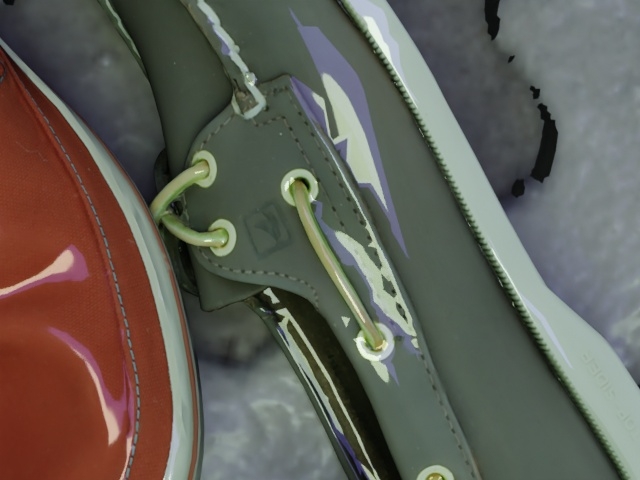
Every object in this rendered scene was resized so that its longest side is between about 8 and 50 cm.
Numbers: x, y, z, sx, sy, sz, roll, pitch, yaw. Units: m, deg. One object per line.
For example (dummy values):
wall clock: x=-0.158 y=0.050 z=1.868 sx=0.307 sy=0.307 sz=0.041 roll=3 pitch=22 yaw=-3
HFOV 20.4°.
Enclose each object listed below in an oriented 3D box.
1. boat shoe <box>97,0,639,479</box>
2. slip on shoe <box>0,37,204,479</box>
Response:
boat shoe: x=0.001 y=0.000 z=0.563 sx=0.091 sy=0.109 sz=0.305 roll=-36 pitch=94 yaw=-16
slip on shoe: x=-0.147 y=-0.040 z=0.530 sx=0.123 sy=0.101 sz=0.331 roll=-30 pitch=86 yaw=19
